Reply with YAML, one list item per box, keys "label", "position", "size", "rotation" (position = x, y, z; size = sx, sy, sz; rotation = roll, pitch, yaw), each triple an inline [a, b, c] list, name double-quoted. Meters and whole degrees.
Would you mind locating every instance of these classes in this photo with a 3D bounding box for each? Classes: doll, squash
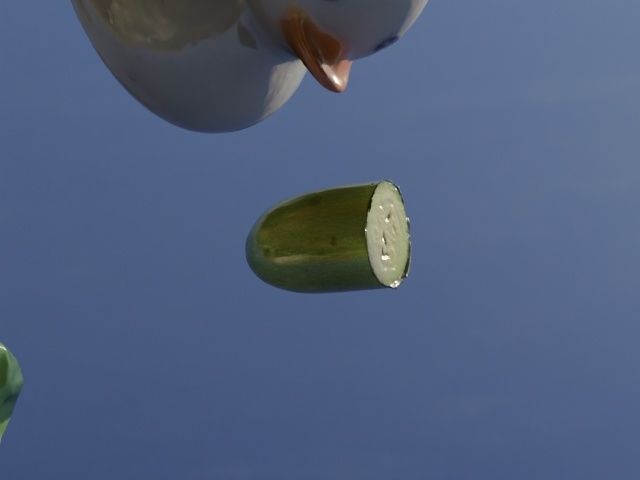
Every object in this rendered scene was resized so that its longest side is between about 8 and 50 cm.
- label: "doll"
  position: [-0.036, -0.184, 1.043]
  size: [0.221, 0.221, 0.251]
  rotation: [-9, -122, -7]
- label: "squash"
  position: [0.000, 0.000, 1.885]
  size: [0.186, 0.123, 0.123]
  rotation: [-5, -145, 32]

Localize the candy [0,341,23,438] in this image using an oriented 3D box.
- label: "candy"
  position: [-0.425, 0.101, 1.660]
  size: [0.343, 0.142, 0.132]
  rotation: [29, -139, 34]
